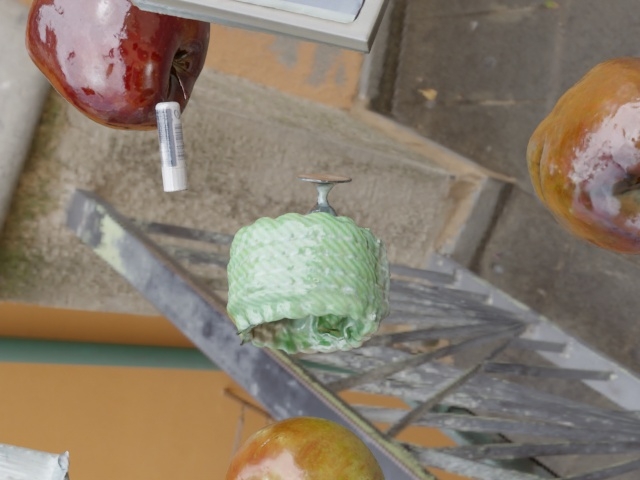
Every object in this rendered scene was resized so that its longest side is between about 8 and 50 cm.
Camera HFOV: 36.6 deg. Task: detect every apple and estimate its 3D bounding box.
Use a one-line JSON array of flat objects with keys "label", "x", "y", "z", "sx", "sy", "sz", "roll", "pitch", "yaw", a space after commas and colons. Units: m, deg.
[{"label": "apple", "x": -0.014, "y": 0.301, "z": 1.134, "sx": 0.196, "sy": 0.196, "sz": 0.195, "roll": -9, "pitch": 77, "yaw": 43}, {"label": "apple", "x": -0.341, "y": -0.342, "z": 1.654, "sx": 0.317, "sy": 0.288, "sz": 0.288, "roll": 30, "pitch": 106, "yaw": 20}]

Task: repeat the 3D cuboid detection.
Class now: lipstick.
[{"label": "lipstick", "x": -0.236, "y": -0.149, "z": 1.539, "sx": 0.040, "sy": 0.040, "sz": 0.141, "roll": 4, "pitch": 102, "yaw": 45}]

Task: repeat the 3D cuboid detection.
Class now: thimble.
[{"label": "thimble", "x": -0.015, "y": 0.062, "z": 1.291, "sx": 0.219, "sy": 0.219, "sz": 0.150, "roll": -21, "pitch": 61, "yaw": 40}]

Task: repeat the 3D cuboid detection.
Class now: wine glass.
[{"label": "wine glass", "x": 0.000, "y": 0.000, "z": 1.517, "sx": 0.093, "sy": 0.093, "sz": 0.202, "roll": 15, "pitch": 106, "yaw": 45}]

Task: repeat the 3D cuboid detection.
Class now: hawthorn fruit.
[{"label": "hawthorn fruit", "x": 0.424, "y": -0.111, "z": 1.282, "sx": 0.301, "sy": 0.268, "sz": 0.267, "roll": -104, "pitch": 32, "yaw": -79}]

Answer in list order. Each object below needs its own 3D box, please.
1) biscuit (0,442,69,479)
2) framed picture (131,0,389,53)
[{"label": "biscuit", "x": -0.309, "y": 0.284, "z": 0.949, "sx": 0.309, "sy": 0.186, "sz": 0.079, "roll": 93, "pitch": -168, "yaw": -50}, {"label": "framed picture", "x": -0.012, "y": -0.259, "z": 0.731, "sx": 0.189, "sy": 0.023, "sz": 0.259, "roll": 16, "pitch": 64, "yaw": 14}]
